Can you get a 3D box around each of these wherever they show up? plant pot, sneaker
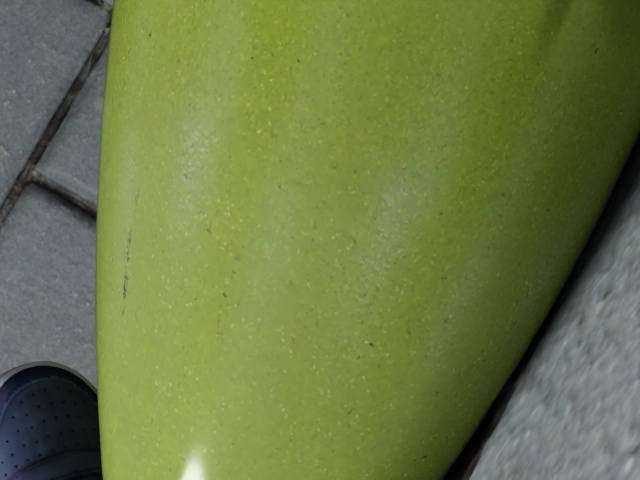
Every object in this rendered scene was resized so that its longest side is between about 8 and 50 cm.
[{"bbox_3d":[0.000,0.000,0.873,0.275,0.274,0.294,-166,93,-83],"label":"plant pot"},{"bbox_3d":[-0.098,0.186,0.901,0.153,0.099,0.282,143,114,-65],"label":"sneaker"}]
